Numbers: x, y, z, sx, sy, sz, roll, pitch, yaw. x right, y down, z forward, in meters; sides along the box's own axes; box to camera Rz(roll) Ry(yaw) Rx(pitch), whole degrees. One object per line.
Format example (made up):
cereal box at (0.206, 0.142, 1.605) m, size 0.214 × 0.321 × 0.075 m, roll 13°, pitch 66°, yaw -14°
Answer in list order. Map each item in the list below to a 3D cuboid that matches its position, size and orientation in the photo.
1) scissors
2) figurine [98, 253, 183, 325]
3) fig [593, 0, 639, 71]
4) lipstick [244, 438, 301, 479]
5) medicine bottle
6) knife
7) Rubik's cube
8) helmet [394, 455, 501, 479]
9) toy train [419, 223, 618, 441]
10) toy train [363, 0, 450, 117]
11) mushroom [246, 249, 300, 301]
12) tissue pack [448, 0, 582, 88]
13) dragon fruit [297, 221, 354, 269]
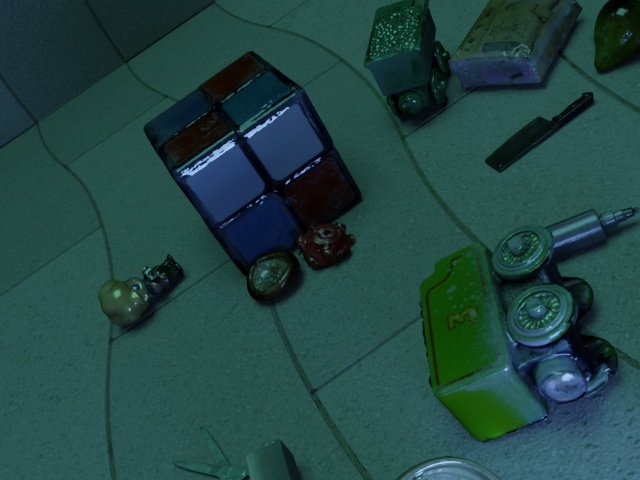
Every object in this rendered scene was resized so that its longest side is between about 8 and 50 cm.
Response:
scissors at (-0.161, 0.391, 1.381) m, size 0.247 × 0.017 × 0.144 m, roll 15°, pitch 57°, yaw 48°
figurine at (-0.399, 0.107, 1.822) m, size 0.196 × 0.108 × 0.114 m, roll -37°, pitch 61°, yaw -16°
fig at (0.613, -0.414, 1.658) m, size 0.123 × 0.123 × 0.156 m, roll 35°, pitch 111°, yaw 52°
lipstick at (-0.040, 0.435, 1.176) m, size 0.068 × 0.066 × 0.317 m, roll -29°, pitch 39°, yaw 4°
medicine bottle at (0.432, -0.015, 1.358) m, size 0.199 × 0.058 × 0.058 m, roll -23°, pitch 37°, yaw 16°
knife at (0.436, -0.224, 1.630) m, size 0.245 × 0.019 × 0.072 m, roll -37°, pitch 35°, yaw -1°
Rubik's cube at (-0.150, -0.172, 1.770) m, size 0.313 × 0.316 × 0.318 m, roll -35°, pitch 37°, yaw -4°
helmet at (0.143, 0.412, 1.022) m, size 0.204 × 0.137 × 0.258 m, roll 20°, pitch 62°, yaw 3°
toy train at (0.283, 0.130, 1.222) m, size 0.248 × 0.173 × 0.307 m, roll -28°, pitch 35°, yaw 23°
toy train at (0.207, -0.412, 1.866) m, size 0.145 × 0.202 × 0.266 m, roll -12°, pitch 42°, yaw 25°
mushroom at (-0.095, 0.074, 1.664) m, size 0.123 × 0.052 × 0.123 m, roll -23°, pitch 41°, yaw 22°
tissue pack at (0.433, -0.459, 1.817) m, size 0.215 × 0.123 × 0.257 m, roll 6°, pitch 50°, yaw 44°
dragon fruit at (0.005, 0.000, 1.662) m, size 0.112 × 0.068 × 0.126 m, roll -37°, pitch 37°, yaw -5°
